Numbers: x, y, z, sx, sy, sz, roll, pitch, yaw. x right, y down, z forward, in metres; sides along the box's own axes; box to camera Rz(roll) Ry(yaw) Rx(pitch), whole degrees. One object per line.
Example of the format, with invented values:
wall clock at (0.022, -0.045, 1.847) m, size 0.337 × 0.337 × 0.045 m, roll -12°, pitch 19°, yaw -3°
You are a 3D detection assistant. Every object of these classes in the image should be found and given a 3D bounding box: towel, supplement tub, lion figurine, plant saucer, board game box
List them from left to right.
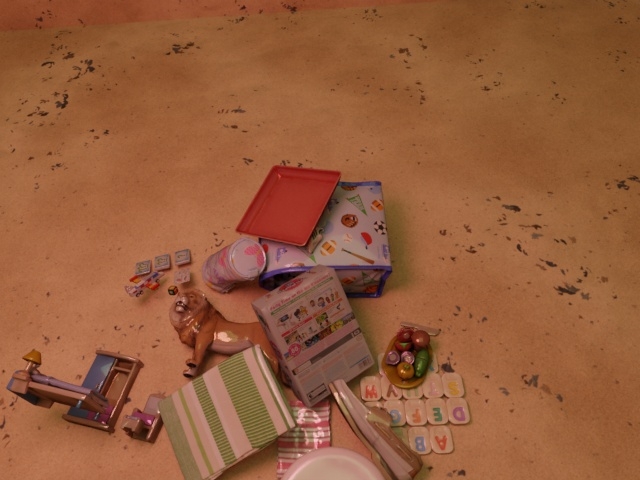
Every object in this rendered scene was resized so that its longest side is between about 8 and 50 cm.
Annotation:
towel at (-0.241, 0.443, 1.256) m, size 0.324 × 0.038 × 0.248 m, roll -34°, pitch 67°, yaw 7°
lion figurine at (-0.254, 0.279, 1.422) m, size 0.391 × 0.142 × 0.240 m, roll 15°, pitch 48°, yaw -4°
plant saucer at (-0.087, -0.099, 1.441) m, size 0.259 × 0.048 × 0.259 m, roll 11°, pitch 63°, yaw 33°
towel at (-0.043, 0.515, 1.295) m, size 0.144 × 0.029 × 0.197 m, roll -2°, pitch 55°, yaw 2°
board game box at (-0.017, 0.249, 1.320) m, size 0.224 × 0.304 × 0.097 m, roll -28°, pitch 16°, yaw -20°
supplement tub at (0.028, 0.595, 1.053) m, size 0.240 × 0.331 × 0.241 m, roll -1°, pitch 55°, yaw 1°

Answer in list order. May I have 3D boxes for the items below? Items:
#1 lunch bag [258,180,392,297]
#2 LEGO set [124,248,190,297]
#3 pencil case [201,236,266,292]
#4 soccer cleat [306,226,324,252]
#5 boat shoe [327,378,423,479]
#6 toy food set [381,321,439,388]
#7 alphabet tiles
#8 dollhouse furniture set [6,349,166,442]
lunch bag at (0.000, 0.000, 1.527) m, size 0.385 × 0.239 × 0.328 m, roll 0°, pitch 57°, yaw -6°
LEGO set at (-0.499, 0.097, 1.535) m, size 0.182 × 0.060 × 0.244 m, roll -14°, pitch 32°, yaw -7°
pencil case at (-0.261, 0.077, 1.462) m, size 0.113 × 0.273 × 0.124 m, roll 5°, pitch 73°, yaw -30°
soccer cleat at (-0.014, -0.002, 1.384) m, size 0.035 × 0.029 × 0.083 m, roll 1°, pitch 56°, yaw 25°
boat shoe at (0.135, 0.470, 1.253) m, size 0.103 × 0.113 × 0.302 m, roll -34°, pitch 78°, yaw -9°
toy food set at (0.252, 0.303, 1.389) m, size 0.128 × 0.071 × 0.218 m, roll 17°, pitch 52°, yaw 17°
alphabet tiles at (0.252, 0.433, 1.345) m, size 0.283 × 0.021 × 0.278 m, roll -2°, pitch 56°, yaw 0°
dollhouse furniture set at (-0.558, 0.352, 1.263) m, size 0.286 × 0.303 × 0.198 m, roll 10°, pitch 57°, yaw 9°
